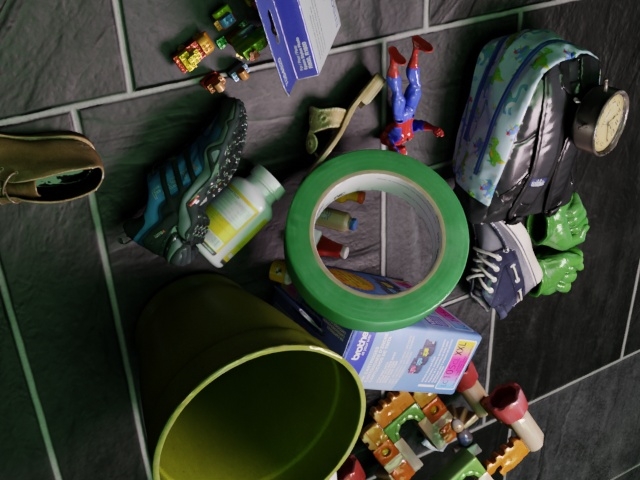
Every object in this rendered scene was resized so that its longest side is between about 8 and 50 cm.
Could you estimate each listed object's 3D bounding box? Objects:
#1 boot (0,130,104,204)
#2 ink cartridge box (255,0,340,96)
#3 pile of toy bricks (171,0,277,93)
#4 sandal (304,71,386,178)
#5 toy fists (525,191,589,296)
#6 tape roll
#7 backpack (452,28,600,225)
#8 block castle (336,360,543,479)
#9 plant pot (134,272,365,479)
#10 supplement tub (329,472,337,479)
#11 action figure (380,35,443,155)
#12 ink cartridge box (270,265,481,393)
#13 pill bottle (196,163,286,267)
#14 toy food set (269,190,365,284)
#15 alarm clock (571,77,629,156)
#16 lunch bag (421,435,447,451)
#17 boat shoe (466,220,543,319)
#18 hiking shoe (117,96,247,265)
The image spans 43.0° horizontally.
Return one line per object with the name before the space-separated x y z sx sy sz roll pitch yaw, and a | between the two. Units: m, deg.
boot | -0.473 -0.097 1.200 0.306 0.115 0.112 -13 124 -26
ink cartridge box | -0.034 -0.378 1.276 0.224 0.045 0.223 -71 152 -43
pile of toy bricks | -0.122 -0.319 1.308 0.212 0.105 0.118 -41 131 -7
sandal | 0.017 -0.228 1.489 0.079 0.088 0.240 39 82 -8
toy fists | 0.576 0.012 1.966 0.142 0.096 0.279 -19 123 -25
tape roll | 0.096 -0.001 1.432 0.321 0.321 0.077 -31 166 -15
backpack | 0.416 -0.242 1.636 0.290 0.273 0.355 -14 143 -26
block castle | 0.250 0.474 1.870 0.453 0.303 0.212 -40 110 -9
plant pot | -0.166 0.242 1.431 0.367 0.353 0.366 -14 123 -23
supplement tub | -0.120 0.513 1.730 0.272 0.191 0.191 11 109 -37
action figure | 0.175 -0.224 1.506 0.092 0.139 0.280 -27 151 -17
ink cartridge box | 0.079 0.171 1.612 0.396 0.270 0.151 10 108 -37
pill bottle | -0.151 -0.047 1.446 0.184 0.103 0.103 -44 131 -4
toy food set | 0.000 0.000 1.521 0.111 0.105 0.232 79 31 -55
alarm clock | 0.538 -0.222 1.556 0.192 0.064 0.129 32 86 -50
lunch bag | 0.301 0.500 2.093 0.083 0.053 0.071 22 105 -50
boat shoe | 0.392 0.049 1.841 0.158 0.127 0.340 -49 132 -9
hiking shoe | -0.224 -0.114 1.354 0.113 0.132 0.304 79 34 -79
